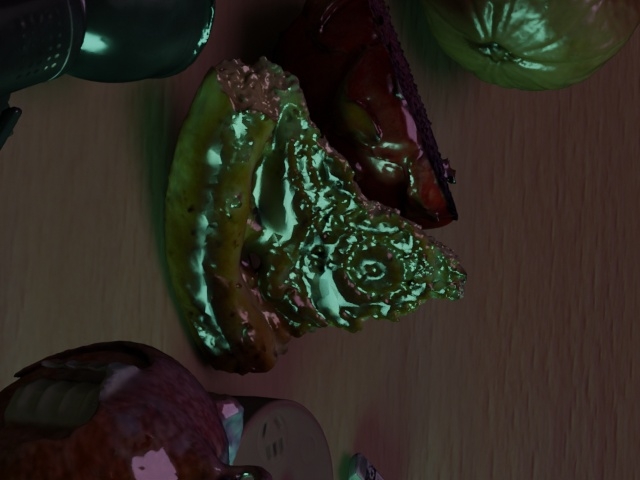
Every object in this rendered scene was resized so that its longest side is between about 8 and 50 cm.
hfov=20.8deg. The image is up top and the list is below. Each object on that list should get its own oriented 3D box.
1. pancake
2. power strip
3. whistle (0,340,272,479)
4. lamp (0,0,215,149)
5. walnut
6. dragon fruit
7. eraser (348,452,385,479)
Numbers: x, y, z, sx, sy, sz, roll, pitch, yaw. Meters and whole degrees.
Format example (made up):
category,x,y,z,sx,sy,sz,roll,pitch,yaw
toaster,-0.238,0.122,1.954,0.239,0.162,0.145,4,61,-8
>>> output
category,x,y,z,sx,sy,sz,roll,pitch,yaw
pancake,0.000,0.000,1.324,0.057,0.245,0.266,-90,-168,-58
power strip,-0.057,0.195,1.351,0.154,0.078,0.154,1,89,-55
whistle,-0.170,0.121,0.944,0.133,0.346,0.142,57,46,-40
lamp,-0.197,-0.136,1.110,0.227,0.147,0.172,-28,137,-43
walnut,0.197,-0.251,1.609,0.228,0.228,0.228,-1,92,-56
dragon fruit,0.011,-0.096,1.416,0.218,0.148,0.223,-84,152,-71
eraser,0.047,0.223,1.557,0.099,0.019,0.027,51,37,-43
